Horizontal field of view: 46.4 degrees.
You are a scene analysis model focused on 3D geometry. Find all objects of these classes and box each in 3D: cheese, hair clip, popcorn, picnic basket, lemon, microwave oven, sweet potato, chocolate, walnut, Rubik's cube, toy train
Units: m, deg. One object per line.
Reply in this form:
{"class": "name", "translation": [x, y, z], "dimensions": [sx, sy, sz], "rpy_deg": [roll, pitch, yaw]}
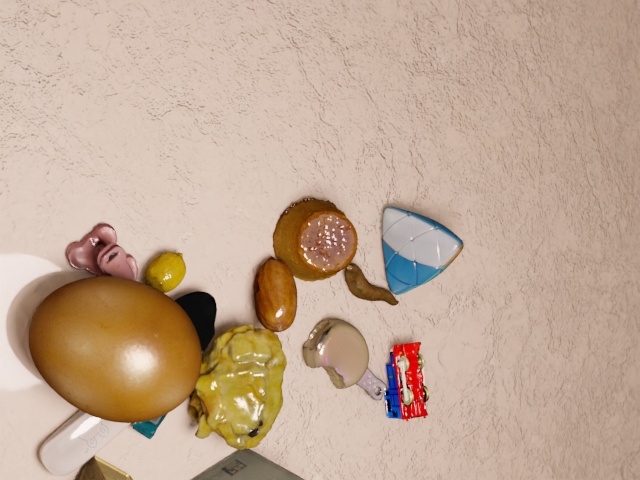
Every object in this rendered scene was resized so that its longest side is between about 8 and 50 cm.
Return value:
{"class": "cheese", "translation": [0.078, 0.327, 1.951], "dimensions": [0.286, 0.082, 0.163], "rpy_deg": [48, 68, -25]}
{"class": "hair clip", "translation": [-0.467, 0.045, 1.632], "dimensions": [0.123, 0.102, 0.138], "rpy_deg": [-47, 146, -21]}
{"class": "popcorn", "translation": [-0.185, 0.335, 1.711], "dimensions": [0.252, 0.215, 0.287], "rpy_deg": [-2, 96, -38]}
{"class": "picnic basket", "translation": [-0.448, 0.537, 1.575], "dimensions": [0.115, 0.164, 0.079], "rpy_deg": [41, 79, -26]}
{"class": "lemon", "translation": [-0.345, 0.070, 1.678], "dimensions": [0.111, 0.082, 0.082], "rpy_deg": [-48, 114, -29]}
{"class": "microwave oven", "translation": [-0.159, 0.624, 1.679], "dimensions": [0.237, 0.295, 0.181], "rpy_deg": [-28, 106, -29]}
{"class": "sweet potato", "translation": [0.124, 0.129, 1.993], "dimensions": [0.069, 0.059, 0.249], "rpy_deg": [-49, 129, 3]}
{"class": "chocolate", "translation": [-0.309, 0.191, 1.702], "dimensions": [0.125, 0.080, 0.149], "rpy_deg": [10, 73, -23]}
{"class": "walnut", "translation": [-0.110, 0.126, 1.796], "dimensions": [0.115, 0.116, 0.207], "rpy_deg": [13, 53, -32]}
{"class": "Rubik's cube", "translation": [0.315, 0.023, 2.015], "dimensions": [0.254, 0.254, 0.255], "rpy_deg": [-1, 91, -32]}
{"class": "toy train", "translation": [0.229, 0.383, 2.028], "dimensions": [0.082, 0.131, 0.204], "rpy_deg": [-2, 81, -27]}

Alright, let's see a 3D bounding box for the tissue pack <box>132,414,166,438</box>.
{"class": "tissue pack", "translation": [-0.368, 0.377, 1.691], "dimensions": [0.138, 0.027, 0.085], "rpy_deg": [-60, 146, -20]}

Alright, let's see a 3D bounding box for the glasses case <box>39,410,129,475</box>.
{"class": "glasses case", "translation": [-0.492, 0.405, 1.604], "dimensions": [0.233, 0.059, 0.092], "rpy_deg": [-38, 112, -25]}

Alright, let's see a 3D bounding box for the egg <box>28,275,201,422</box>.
{"class": "egg", "translation": [-0.412, 0.219, 1.518], "dimensions": [0.351, 0.282, 0.283], "rpy_deg": [22, 79, -11]}

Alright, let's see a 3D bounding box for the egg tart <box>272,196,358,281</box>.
{"class": "egg tart", "translation": [0.000, 0.000, 1.842], "dimensions": [0.215, 0.171, 0.215], "rpy_deg": [0, 91, -17]}
